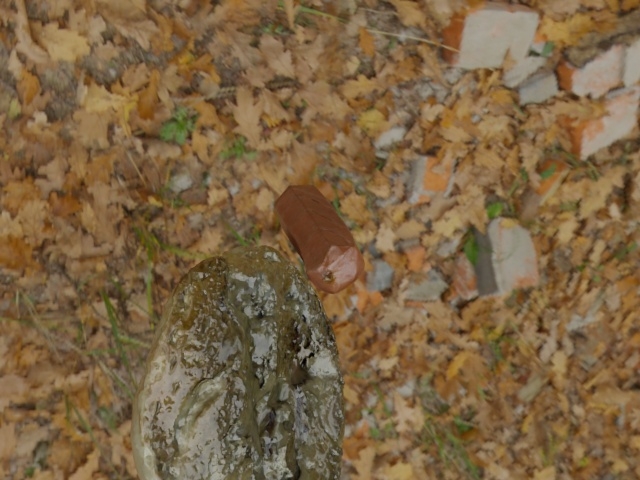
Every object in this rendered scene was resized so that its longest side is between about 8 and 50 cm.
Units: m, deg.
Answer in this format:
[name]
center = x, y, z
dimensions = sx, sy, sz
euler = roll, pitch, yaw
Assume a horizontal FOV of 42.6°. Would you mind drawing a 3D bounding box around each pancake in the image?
[pancake]
center = -0.086, 0.195, 1.009
dimensions = 0.082, 0.387, 0.387
euler = -8, 126, 34

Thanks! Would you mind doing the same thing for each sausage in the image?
[sausage]
center = 0.001, 0.000, 0.847
dimensions = 0.065, 0.169, 0.065
euler = -9, 121, -15
